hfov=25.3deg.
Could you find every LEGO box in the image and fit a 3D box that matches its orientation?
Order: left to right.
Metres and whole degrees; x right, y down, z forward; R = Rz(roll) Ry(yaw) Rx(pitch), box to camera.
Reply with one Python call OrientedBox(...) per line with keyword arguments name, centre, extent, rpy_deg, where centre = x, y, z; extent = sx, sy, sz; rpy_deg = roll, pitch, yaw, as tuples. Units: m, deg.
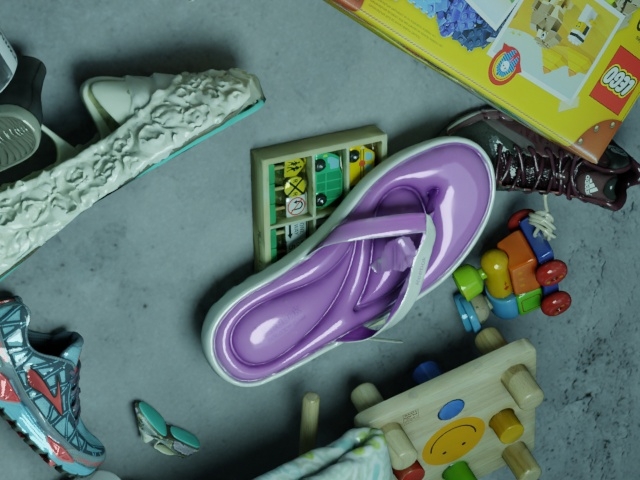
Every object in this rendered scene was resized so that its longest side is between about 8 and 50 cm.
OrientedBox(name="LEGO box", centre=(0.199, -0.354, 1.518), extent=(0.500, 0.193, 0.372), rpy_deg=(23, 100, -44))

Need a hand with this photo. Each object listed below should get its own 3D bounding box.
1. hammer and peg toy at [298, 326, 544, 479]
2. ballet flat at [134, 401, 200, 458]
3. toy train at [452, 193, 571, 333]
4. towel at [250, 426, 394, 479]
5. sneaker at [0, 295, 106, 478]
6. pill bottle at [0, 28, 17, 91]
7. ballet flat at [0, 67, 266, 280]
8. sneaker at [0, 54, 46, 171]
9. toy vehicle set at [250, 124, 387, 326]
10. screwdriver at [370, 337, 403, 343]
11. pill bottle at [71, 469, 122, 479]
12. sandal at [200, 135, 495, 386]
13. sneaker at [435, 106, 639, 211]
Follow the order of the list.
OrientedBox(name="hammer and peg toy", centre=(0.121, 0.273, 1.854), extent=(0.361, 0.127, 0.266), rpy_deg=(-22, 140, -13))
OrientedBox(name="ballet flat", centre=(-0.197, 0.239, 1.752), extent=(0.041, 0.041, 0.114), rpy_deg=(-49, 127, 1))
OrientedBox(name="toy train", centre=(0.229, 0.028, 1.809), extent=(0.143, 0.105, 0.248), rpy_deg=(-25, 148, 0))
OrientedBox(name="towel", centre=(-0.054, 0.432, 1.692), extent=(0.374, 0.090, 0.320), rpy_deg=(-23, 121, -28))
OrientedBox(name="sneaker", centre=(-0.304, 0.166, 1.610), extent=(0.125, 0.104, 0.262), rpy_deg=(-41, 128, -8))
OrientedBox(name="pill bottle", centre=(-0.395, -0.235, 1.325), extent=(0.130, 0.130, 0.245), rpy_deg=(-34, 127, -10))
OrientedBox(name="ballet flat", centre=(-0.248, -0.091, 1.493), extent=(0.409, 0.147, 0.147), rpy_deg=(-35, 127, -9))
OrientedBox(name="sneaker", centre=(-0.375, -0.109, 1.446), extent=(0.222, 0.118, 0.083), rpy_deg=(-16, 128, 13))
OrientedBox(name="toy vehicle set", centre=(0.000, 0.000, 1.736), extent=(0.166, 0.035, 0.267), rpy_deg=(-14, 121, -23))
OrientedBox(name="screwdriver", centre=(0.035, 0.123, 1.782), extent=(0.170, 0.024, 0.025), rpy_deg=(14, 79, -32))
OrientedBox(name="pill bottle", centre=(-0.203, 0.421, 1.753), extent=(0.181, 0.181, 0.323), rpy_deg=(-41, 128, -4))
OrientedBox(name="sandal", centre=(0.052, 0.043, 1.681), extent=(0.416, 0.102, 0.169), rpy_deg=(-39, 114, -4))
OrientedBox(name="sneaker", centre=(0.285, -0.094, 1.768), extent=(0.281, 0.162, 0.106), rpy_deg=(-7, 118, -27))
